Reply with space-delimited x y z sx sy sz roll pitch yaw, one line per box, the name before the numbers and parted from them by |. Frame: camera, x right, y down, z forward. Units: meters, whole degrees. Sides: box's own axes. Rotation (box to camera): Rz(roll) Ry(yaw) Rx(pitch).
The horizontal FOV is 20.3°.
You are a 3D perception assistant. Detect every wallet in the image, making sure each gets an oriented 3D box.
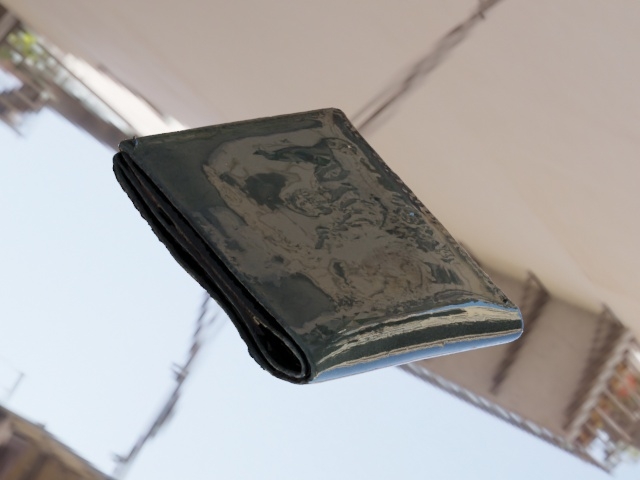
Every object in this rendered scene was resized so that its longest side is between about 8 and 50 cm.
wallet | 0.000 0.001 1.474 0.290 0.251 0.054 50 -49 32
